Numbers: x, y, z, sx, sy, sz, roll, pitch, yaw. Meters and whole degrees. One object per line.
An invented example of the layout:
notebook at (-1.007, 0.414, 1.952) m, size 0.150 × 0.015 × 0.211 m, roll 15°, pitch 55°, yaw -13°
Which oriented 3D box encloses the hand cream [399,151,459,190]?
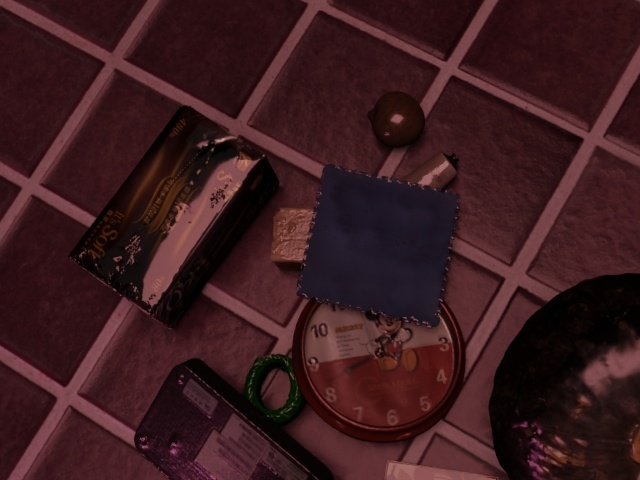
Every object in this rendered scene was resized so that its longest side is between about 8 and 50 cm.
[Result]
hand cream at (0.185, -0.100, 1.970) m, size 0.186 × 0.054 × 0.087 m, roll -38°, pitch 78°, yaw 4°

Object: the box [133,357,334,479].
box at (-0.159, 0.388, 1.843) m, size 0.350 × 0.058 × 0.211 m, roll 37°, pitch 111°, yaw 14°

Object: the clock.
clock at (0.106, 0.204, 1.872) m, size 0.318 × 0.080 × 0.318 m, roll 2°, pitch 70°, yaw -4°

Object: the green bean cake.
green bean cake at (0.000, 0.000, 1.950) m, size 0.179 × 0.085 × 0.109 m, roll 4°, pitch 75°, yaw 10°

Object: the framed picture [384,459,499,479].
framed picture at (0.207, 0.470, 1.837) m, size 0.200 × 0.010 × 0.136 m, roll 7°, pitch 77°, yaw 10°

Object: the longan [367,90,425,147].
longan at (0.143, -0.230, 1.984) m, size 0.113 × 0.092 × 0.113 m, roll -2°, pitch 78°, yaw 8°

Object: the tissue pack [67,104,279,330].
tissue pack at (-0.266, -0.036, 1.938) m, size 0.210 × 0.198 × 0.370 m, roll 34°, pitch 83°, yaw 11°

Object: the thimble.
thimble at (-0.081, 0.270, 1.889) m, size 0.118 × 0.090 × 0.130 m, roll -18°, pitch 75°, yaw 1°

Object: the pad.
pad at (0.108, 0.007, 1.890) m, size 0.269 × 0.012 × 0.269 m, roll 14°, pitch 72°, yaw -1°

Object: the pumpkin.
pumpkin at (0.498, 0.274, 1.675) m, size 0.454 × 0.344 × 0.454 m, roll 0°, pitch 97°, yaw -2°
